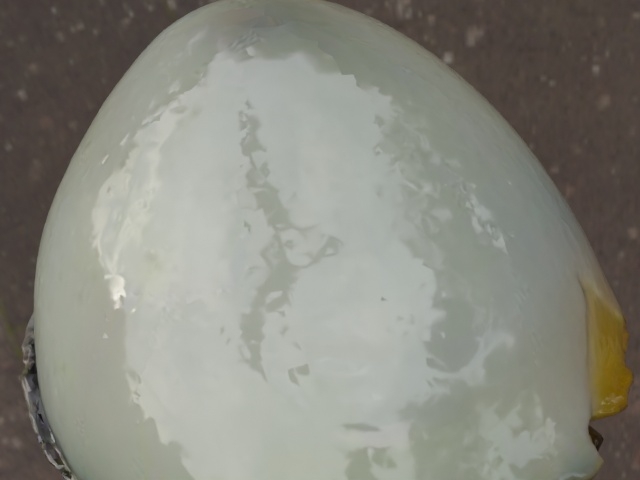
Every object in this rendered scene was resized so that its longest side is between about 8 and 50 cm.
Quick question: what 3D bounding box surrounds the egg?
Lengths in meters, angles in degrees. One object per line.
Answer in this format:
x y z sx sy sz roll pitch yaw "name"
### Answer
-0.005 0.001 0.676 0.264 0.174 0.286 -16 39 -16 "egg"
